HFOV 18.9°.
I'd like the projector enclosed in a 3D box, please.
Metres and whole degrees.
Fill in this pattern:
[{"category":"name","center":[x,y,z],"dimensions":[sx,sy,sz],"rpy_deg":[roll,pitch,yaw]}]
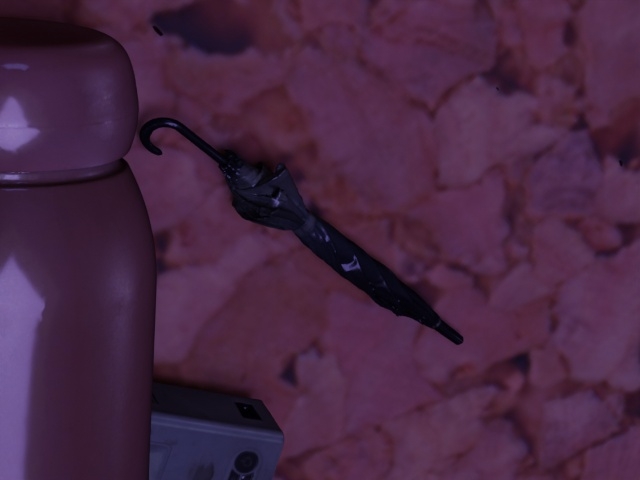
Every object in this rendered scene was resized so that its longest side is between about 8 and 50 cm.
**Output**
[{"category":"projector","center":[-0.102,0.158,1.144],"dimensions":[0.115,0.061,0.147],"rpy_deg":[11,109,-28]}]

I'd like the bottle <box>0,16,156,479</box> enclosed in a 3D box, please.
[{"category":"bottle","center":[-0.185,0.030,0.984],"dimensions":[0.206,0.173,0.296],"rpy_deg":[6,105,6]}]

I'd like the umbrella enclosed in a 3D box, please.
[{"category":"umbrella","center":[0.004,-0.003,1.123],"dimensions":[0.269,0.044,0.044],"rpy_deg":[33,127,-32]}]
